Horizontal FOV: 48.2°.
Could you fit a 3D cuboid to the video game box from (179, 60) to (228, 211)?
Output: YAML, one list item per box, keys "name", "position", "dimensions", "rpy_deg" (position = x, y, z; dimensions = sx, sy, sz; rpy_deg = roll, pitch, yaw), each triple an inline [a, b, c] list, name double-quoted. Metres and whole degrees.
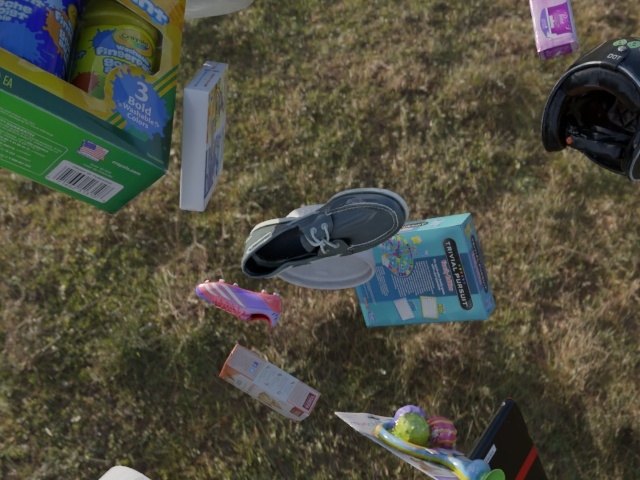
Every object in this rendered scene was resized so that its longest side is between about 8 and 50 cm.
- name: "video game box"
  position: [-0.194, -0.178, 1.203]
  dimensions: [0.048, 0.205, 0.187]
  rpy_deg: [6, 28, -3]

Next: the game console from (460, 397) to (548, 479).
- name: "game console"
  position: [0.397, 0.605, 1.624]
  dimensions: [0.060, 0.342, 0.386]
  rpy_deg: [-6, 28, 45]

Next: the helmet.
- name: "helmet"
  position: [0.355, -0.151, 0.840]
  dimensions: [0.161, 0.169, 0.169]
  rpy_deg: [-20, 50, -41]

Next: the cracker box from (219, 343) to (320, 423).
- name: "cracker box"
  position: [-0.126, 0.350, 1.731]
  dimensions: [0.232, 0.155, 0.067]
  rpy_deg: [30, 66, 0]

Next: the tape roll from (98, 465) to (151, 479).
- name: "tape roll"
  position: [-0.365, 0.599, 1.451]
  dimensions: [0.286, 0.286, 0.100]
  rpy_deg: [26, 43, 22]

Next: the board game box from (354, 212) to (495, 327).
- name: "board game box"
  position: [0.241, 0.082, 1.800]
  dimensions: [0.336, 0.253, 0.079]
  rpy_deg: [-8, 19, 33]

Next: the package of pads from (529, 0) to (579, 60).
- name: "package of pads"
  position: [0.304, -0.281, 0.932]
  dimensions: [0.050, 0.032, 0.083]
  rpy_deg: [-12, 71, 24]

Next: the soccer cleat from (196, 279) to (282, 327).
- name: "soccer cleat"
  position: [-0.227, 0.172, 1.949]
  dimensions: [0.248, 0.083, 0.095]
  rpy_deg: [10, 64, 7]

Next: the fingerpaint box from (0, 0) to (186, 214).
- name: "fingerpaint box"
  position: [-0.418, -0.298, 0.991]
  dimensions: [0.163, 0.445, 0.371]
  rpy_deg: [-29, 48, 36]

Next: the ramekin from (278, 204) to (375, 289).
- name: "ramekin"
  position: [0.008, 0.012, 1.442]
  dimensions: [0.207, 0.207, 0.109]
  rpy_deg: [0, 65, 7]

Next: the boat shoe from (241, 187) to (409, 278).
- name: "boat shoe"
  position: [0.000, 0.000, 1.226]
  dimensions: [0.319, 0.116, 0.099]
  rpy_deg: [-14, 27, 28]

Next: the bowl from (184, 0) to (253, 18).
- name: "bowl"
  position: [-0.267, -0.507, 1.305]
  dimensions: [0.298, 0.298, 0.134]
  rpy_deg: [-1, 93, 6]

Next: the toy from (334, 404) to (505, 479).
- name: "toy"
  position: [0.145, 0.260, 0.944]
  dimensions: [0.237, 0.137, 0.056]
  rpy_deg: [25, 96, 52]
